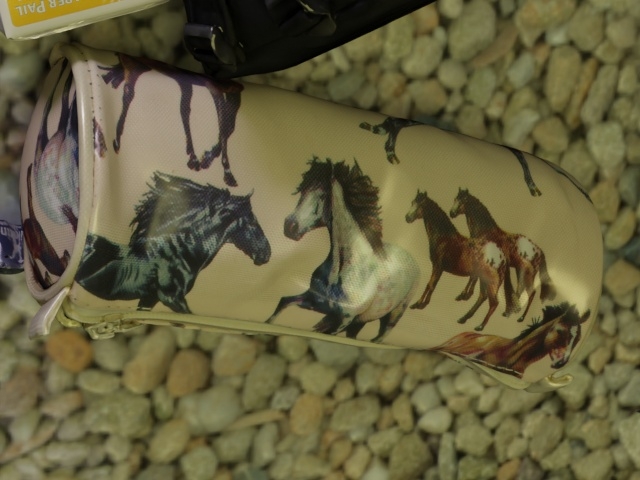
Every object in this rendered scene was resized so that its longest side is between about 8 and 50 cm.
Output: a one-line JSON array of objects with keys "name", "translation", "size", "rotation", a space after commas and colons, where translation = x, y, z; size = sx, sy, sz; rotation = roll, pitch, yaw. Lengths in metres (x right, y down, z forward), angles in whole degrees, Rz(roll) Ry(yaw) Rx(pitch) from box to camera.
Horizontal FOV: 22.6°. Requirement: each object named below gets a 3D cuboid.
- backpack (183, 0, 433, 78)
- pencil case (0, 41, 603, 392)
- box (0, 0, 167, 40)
[{"name": "backpack", "translation": [0.007, -0.300, 0.878], "size": [0.273, 0.290, 0.355], "rotation": [-25, 94, -23]}, {"name": "pencil case", "translation": [0.000, 0.000, 1.056], "size": [0.410, 0.160, 0.183], "rotation": [11, 86, -27]}, {"name": "box", "translation": [-0.166, -0.233, 0.920], "size": [0.103, 0.114, 0.203], "rotation": [-18, 117, -18]}]
